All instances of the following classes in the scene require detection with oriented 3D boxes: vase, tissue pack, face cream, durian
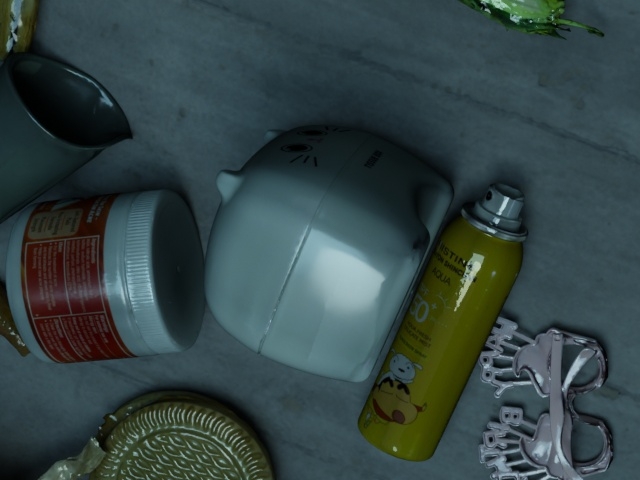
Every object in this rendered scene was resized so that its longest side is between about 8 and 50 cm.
[{"bbox_3d":[-0.414,-0.096,1.873,0.301,0.156,0.251,-39,136,22],"label":"vase"},{"bbox_3d":[0.000,0.000,1.717,0.236,0.333,0.229,24,110,6],"label":"tissue pack"},{"bbox_3d":[-0.258,0.044,1.859,0.187,0.201,0.201,-6,104,14],"label":"face cream"},{"bbox_3d":[0.155,0.093,1.829,0.105,0.105,0.348,25,109,5],"label":"face cream"},{"bbox_3d":[0.161,-0.336,1.708,0.375,0.132,0.106,35,134,6],"label":"durian"}]

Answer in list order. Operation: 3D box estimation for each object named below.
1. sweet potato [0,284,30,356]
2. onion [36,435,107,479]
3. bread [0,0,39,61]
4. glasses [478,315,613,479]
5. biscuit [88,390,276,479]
[{"bbox_3d":[-0.495,0.042,1.980,0.314,0.072,0.066,34,102,0],"label":"sweet potato"},{"bbox_3d":[-0.440,0.425,1.956,0.358,0.345,0.358,29,135,34],"label":"onion"},{"bbox_3d":[-0.380,-0.270,1.880,0.072,0.053,0.106,22,108,31],"label":"bread"},{"bbox_3d":[0.262,0.217,1.848,0.162,0.095,0.255,0,103,21],"label":"glasses"},{"bbox_3d":[-0.180,0.309,1.979,0.259,0.079,0.259,3,107,11],"label":"biscuit"}]
